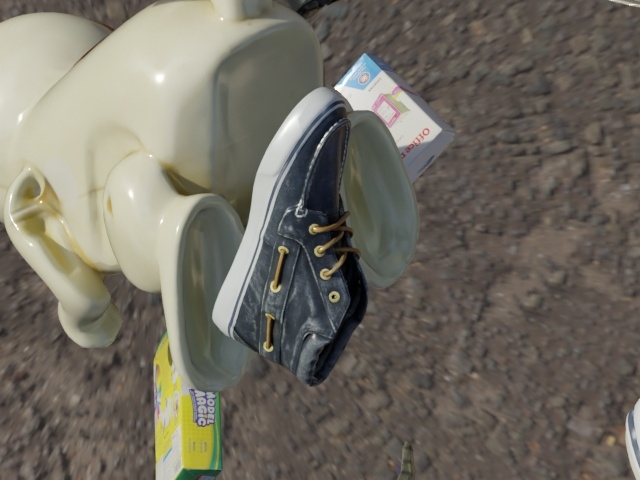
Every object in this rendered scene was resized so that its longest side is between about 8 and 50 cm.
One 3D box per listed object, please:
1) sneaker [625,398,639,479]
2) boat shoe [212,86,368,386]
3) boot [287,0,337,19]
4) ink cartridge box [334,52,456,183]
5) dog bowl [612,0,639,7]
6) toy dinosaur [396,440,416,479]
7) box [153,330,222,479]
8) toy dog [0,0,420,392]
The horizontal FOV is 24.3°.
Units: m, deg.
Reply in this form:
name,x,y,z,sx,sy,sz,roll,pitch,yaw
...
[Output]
name,x,y,z,sx,sy,sz,roll,pitch,yaw
sneaker,0.177,0.173,0.658,0.091,0.094,0.258,-20,118,21
boat shoe,0.000,0.000,0.915,0.083,0.065,0.183,32,122,21
boot,-0.059,-0.357,1.728,0.246,0.094,0.207,-26,90,-40
ink cartridge box,0.067,-0.122,1.556,0.122,0.052,0.088,46,105,16
dog bowl,0.241,-0.287,0.851,0.348,0.102,0.349,-5,79,26
toy dinosaur,0.038,0.305,1.398,0.268,0.064,0.118,-34,92,-40
box,-0.128,0.152,1.407,0.043,0.105,0.179,5,59,-20
toy dog,-0.182,-0.085,1.302,0.284,0.408,0.395,-40,125,-33
